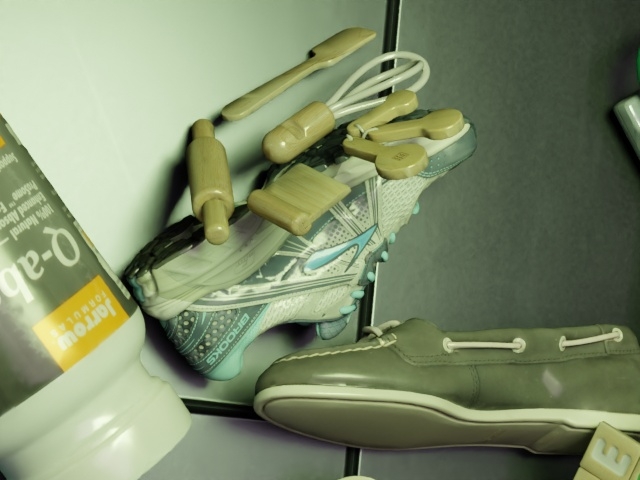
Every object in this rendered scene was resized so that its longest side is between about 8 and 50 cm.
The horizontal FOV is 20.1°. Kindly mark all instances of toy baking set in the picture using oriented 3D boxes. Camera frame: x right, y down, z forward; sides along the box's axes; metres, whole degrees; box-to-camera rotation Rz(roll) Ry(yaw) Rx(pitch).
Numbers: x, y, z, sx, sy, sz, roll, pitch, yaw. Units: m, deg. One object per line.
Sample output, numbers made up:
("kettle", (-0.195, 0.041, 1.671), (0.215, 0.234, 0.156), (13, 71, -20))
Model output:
("toy baking set", (-0.004, -0.074, 1.281), (0.197, 0.256, 0.030), (-18, 121, -2))

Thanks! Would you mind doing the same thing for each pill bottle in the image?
("pill bottle", (-0.216, 0.046, 1.194), (0.162, 0.162, 0.278), (-38, 98, -20))

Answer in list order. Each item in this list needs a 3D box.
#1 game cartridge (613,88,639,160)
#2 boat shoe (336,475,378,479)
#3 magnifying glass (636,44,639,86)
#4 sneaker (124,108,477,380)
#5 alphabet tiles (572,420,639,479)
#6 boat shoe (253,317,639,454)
("game cartridge", (0.400, -0.092, 1.495), (0.297, 0.062, 0.198), (-30, 99, -20))
("boat shoe", (0.072, 0.322, 1.308), (0.116, 0.097, 0.324), (-20, 88, 20))
("magnifying glass", (0.358, -0.128, 1.445), (0.231, 0.026, 0.092), (6, 82, -18))
("sneaker", (0.000, 0.000, 1.324), (0.283, 0.110, 0.122), (-30, 107, -13))
("alphabet tiles", (0.250, 0.247, 1.297), (0.009, 0.198, 0.237), (-5, 122, -54))
("boat shoe", (0.102, 0.100, 1.344), (0.335, 0.112, 0.095), (7, 64, -25))
